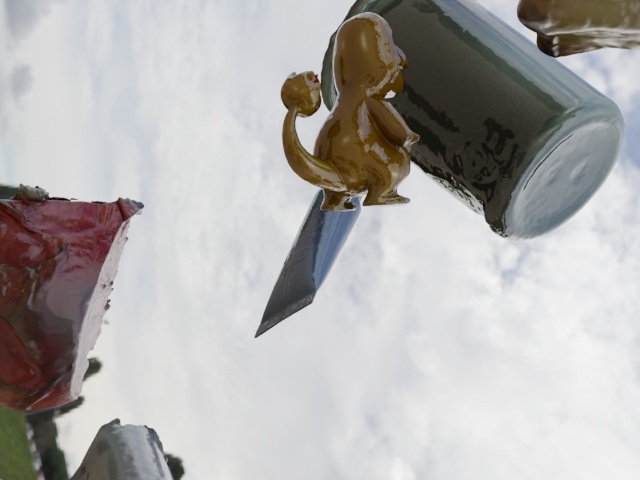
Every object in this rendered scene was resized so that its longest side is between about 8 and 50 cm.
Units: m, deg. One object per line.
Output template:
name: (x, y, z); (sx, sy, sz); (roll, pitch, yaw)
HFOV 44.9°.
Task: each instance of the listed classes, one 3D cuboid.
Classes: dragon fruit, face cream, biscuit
dragon fruit: (-0.385, 0.095, 1.005); (0.100, 0.282, 0.344); (40, -65, 48)
face cream: (0.000, 0.000, 1.255); (0.086, 0.385, 0.135); (43, -50, -15)
biscuit: (0.264, -0.168, 0.591); (0.208, 0.164, 0.047); (7, -81, 22)

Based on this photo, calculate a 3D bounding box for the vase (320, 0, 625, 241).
vase: (0.177, -0.145, 0.881); (0.291, 0.245, 0.245); (49, -41, 34)

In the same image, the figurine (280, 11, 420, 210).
figurine: (0.020, -0.116, 0.659); (0.121, 0.122, 0.176); (-8, -112, 50)

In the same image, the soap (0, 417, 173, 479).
soap: (-0.107, 0.278, 0.400); (0.302, 0.159, 0.258); (-146, -138, -65)
